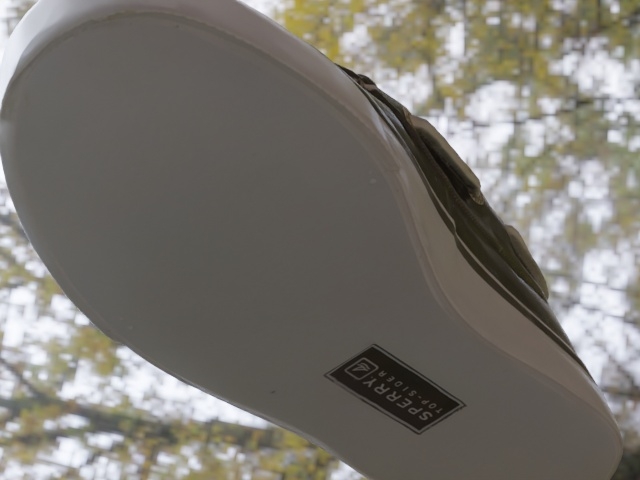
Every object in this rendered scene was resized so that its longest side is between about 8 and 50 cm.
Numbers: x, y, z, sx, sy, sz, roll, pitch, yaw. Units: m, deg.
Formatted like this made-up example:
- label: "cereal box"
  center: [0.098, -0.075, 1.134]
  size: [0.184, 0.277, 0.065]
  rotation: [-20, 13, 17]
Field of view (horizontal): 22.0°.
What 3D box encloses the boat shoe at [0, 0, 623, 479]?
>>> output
- label: "boat shoe"
  center: [0.000, 0.000, 0.399]
  size: [0.219, 0.078, 0.070]
  rotation: [45, -157, -44]
